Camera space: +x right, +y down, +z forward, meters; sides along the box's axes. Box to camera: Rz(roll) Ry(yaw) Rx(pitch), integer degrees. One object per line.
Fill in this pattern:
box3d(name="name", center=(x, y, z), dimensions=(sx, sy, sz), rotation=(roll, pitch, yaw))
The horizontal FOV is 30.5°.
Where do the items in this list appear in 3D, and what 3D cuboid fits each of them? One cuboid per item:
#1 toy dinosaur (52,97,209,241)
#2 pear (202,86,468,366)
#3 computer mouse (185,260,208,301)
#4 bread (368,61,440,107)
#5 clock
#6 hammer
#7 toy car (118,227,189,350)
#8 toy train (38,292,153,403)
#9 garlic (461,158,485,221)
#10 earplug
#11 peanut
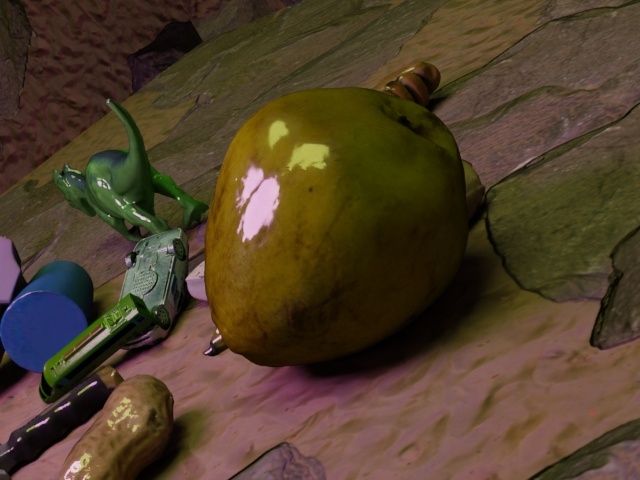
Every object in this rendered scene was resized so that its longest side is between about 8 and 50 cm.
box3d(name="toy dinosaur", center=(-0.385, -0.153, 2.061), dimensions=(0.374, 0.500, 0.144), rotation=(29, 64, 28))
box3d(name="pear", center=(0.000, 0.000, 1.308), dimensions=(0.375, 0.287, 0.287), rotation=(-46, 17, 9))
box3d(name="computer mouse", center=(-0.114, 0.046, 1.686), dimensions=(0.199, 0.045, 0.102), rotation=(-7, 31, 50))
box3d(name="bread", center=(0.105, -0.218, 1.977), dimensions=(0.225, 0.081, 0.134), rotation=(-44, 17, -29))
box3d(name="clock", center=(-0.537, 0.118, 1.882), dimensions=(0.186, 0.083, 0.253), rotation=(136, 152, -76))
box3d(name="hammer", center=(-0.360, 0.246, 1.557), dimensions=(0.226, 0.041, 0.159), rotation=(-36, 21, -14))
box3d(name="toy car", center=(-0.248, 0.079, 1.757), dimensions=(0.090, 0.076, 0.224), rotation=(-16, 42, 22))
box3d(name="toy train", center=(-0.333, 0.156, 1.669), dimensions=(0.209, 0.042, 0.044), rotation=(-39, 54, 9))
box3d(name="garlic", center=(0.098, -0.042, 1.488), dimensions=(0.207, 0.115, 0.128), rotation=(-26, 25, 21))
box3d(name="earplug", center=(-0.427, 0.106, 1.898), dimensions=(0.132, 0.132, 0.273), rotation=(-30, 15, 3))
box3d(name="peanut", center=(-0.227, 0.229, 1.318), dimensions=(0.099, 0.099, 0.214), rotation=(-15, 22, 39))
